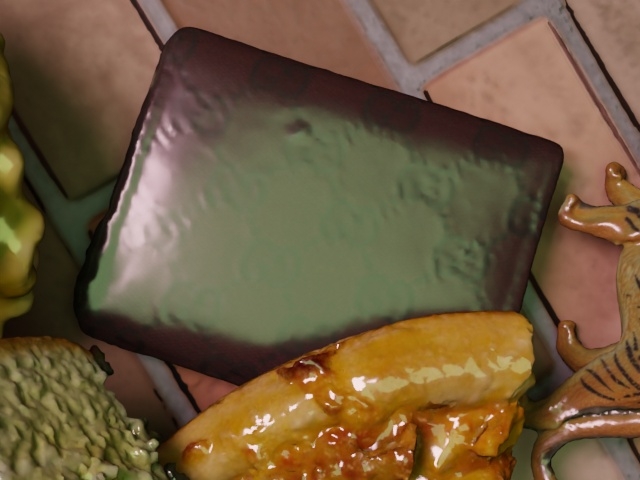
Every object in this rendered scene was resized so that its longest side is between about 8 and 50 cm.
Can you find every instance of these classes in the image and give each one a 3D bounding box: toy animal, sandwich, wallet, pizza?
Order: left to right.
[{"bbox_3d":[-0.181,0.143,0.502,0.236,0.128,0.122,-32,77,20],"label":"sandwich"},{"bbox_3d":[0.000,0.000,0.613,0.229,0.049,0.182,18,87,-6],"label":"wallet"},{"bbox_3d":[0.002,0.179,0.566,0.335,0.086,0.226,-42,96,4],"label":"pizza"},{"bbox_3d":[0.172,0.023,0.606,0.057,0.099,0.241,25,82,-51],"label":"toy animal"}]

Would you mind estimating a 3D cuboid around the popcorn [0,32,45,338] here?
[{"bbox_3d":[-0.233,-0.028,0.493,0.225,0.249,0.249,3,88,-43],"label":"popcorn"}]
